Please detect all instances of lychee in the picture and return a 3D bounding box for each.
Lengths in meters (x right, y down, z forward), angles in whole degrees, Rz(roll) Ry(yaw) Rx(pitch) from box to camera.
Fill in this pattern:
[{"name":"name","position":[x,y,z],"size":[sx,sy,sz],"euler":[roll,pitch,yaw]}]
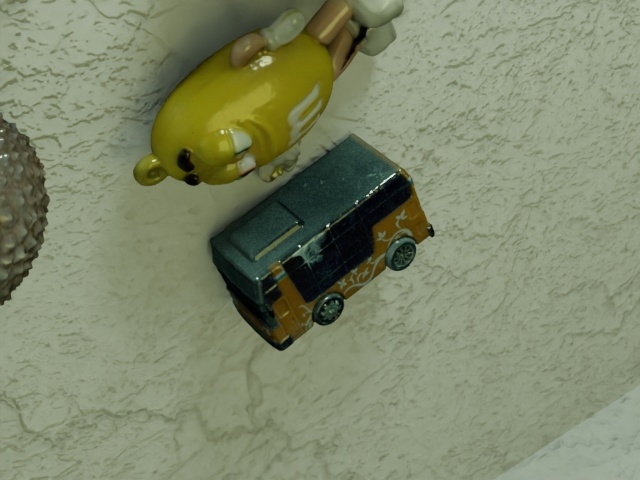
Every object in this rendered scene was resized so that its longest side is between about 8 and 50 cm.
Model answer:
[{"name":"lychee","position":[-0.472,-0.032,1.568],"size":[0.300,0.300,0.300],"euler":[-21,131,-26]}]

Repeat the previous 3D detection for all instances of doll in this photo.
[{"name":"doll","position":[-0.050,-0.222,1.856],"size":[0.423,0.161,0.348],"euler":[-51,155,16]}]

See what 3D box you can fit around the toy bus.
[{"name":"toy bus","position":[0.000,0.000,2.049],"size":[0.323,0.162,0.194],"euler":[-37,136,-14]}]
